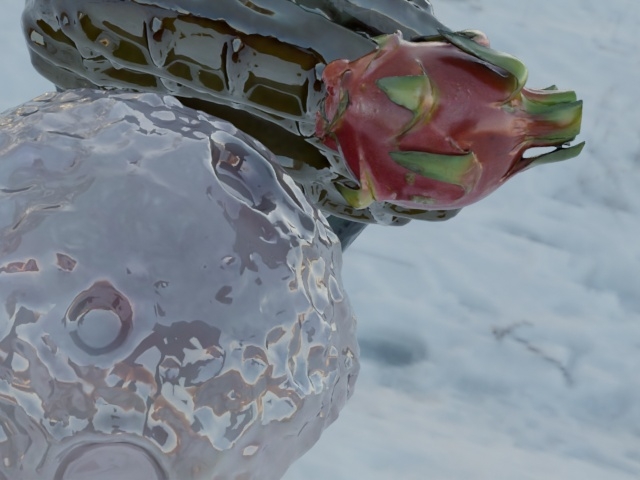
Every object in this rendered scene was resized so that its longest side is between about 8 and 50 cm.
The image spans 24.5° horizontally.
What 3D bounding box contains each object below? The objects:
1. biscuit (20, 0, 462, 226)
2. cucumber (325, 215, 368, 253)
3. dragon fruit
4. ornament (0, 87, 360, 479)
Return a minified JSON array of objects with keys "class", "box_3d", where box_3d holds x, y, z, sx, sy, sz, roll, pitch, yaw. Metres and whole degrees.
[{"class":"biscuit","box_3d":[-0.038,-0.105,0.977,0.332,0.103,0.332,17,-13,4]},{"class":"cucumber","box_3d":[0.000,0.000,1.289,0.056,0.284,0.056,24,37,-20]},{"class":"dragon fruit","box_3d":[0.058,-0.053,0.660,0.116,0.086,0.081,5,56,-10]},{"class":"ornament","box_3d":[-0.116,0.046,0.728,0.225,0.259,0.259,47,25,-3]}]
